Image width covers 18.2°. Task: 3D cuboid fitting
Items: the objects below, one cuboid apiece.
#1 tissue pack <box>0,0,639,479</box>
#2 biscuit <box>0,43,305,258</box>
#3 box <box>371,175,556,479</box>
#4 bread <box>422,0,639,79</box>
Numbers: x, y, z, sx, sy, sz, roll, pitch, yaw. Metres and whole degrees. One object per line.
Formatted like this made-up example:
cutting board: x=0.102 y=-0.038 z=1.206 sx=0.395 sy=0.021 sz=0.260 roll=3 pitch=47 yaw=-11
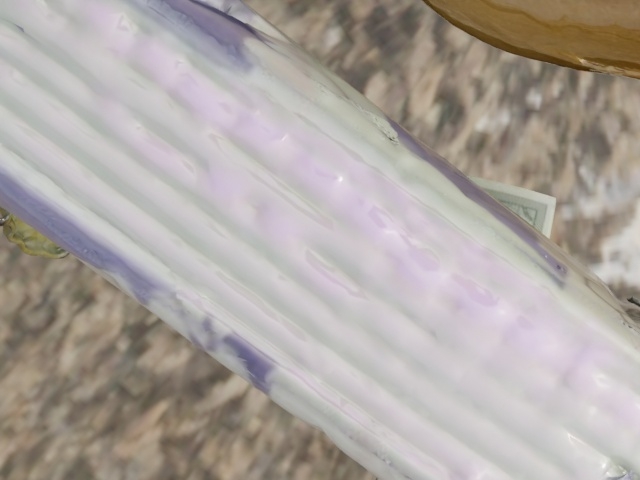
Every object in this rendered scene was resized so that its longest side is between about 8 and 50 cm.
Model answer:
tissue pack: x=0.000 y=0.000 z=0.859 sx=0.344 sy=0.242 sz=0.125 roll=37 pitch=93 yaw=-1
biscuit: x=-0.135 y=-0.080 z=1.489 sx=0.274 sy=0.187 sz=0.036 roll=-32 pitch=72 yaw=8
box: x=0.084 y=0.105 z=1.297 sx=0.069 sy=0.164 sz=0.256 roll=15 pitch=137 yaw=2
bread: x=0.101 y=-0.085 z=0.520 sx=0.189 sy=0.114 sz=0.077 roll=7 pitch=122 yaw=27
